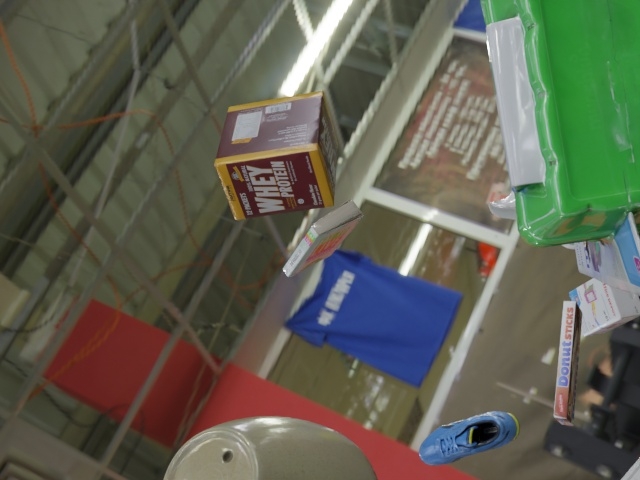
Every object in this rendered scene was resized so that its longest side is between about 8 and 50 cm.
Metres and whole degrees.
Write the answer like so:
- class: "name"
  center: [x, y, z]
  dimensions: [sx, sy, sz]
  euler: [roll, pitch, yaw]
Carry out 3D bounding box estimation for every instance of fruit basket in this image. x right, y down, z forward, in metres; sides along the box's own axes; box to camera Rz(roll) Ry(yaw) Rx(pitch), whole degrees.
- class: "fruit basket"
  center: [0.225, -0.116, 0.789]
  dimensions: [0.353, 0.165, 0.327]
  euler: [-31, -68, -87]

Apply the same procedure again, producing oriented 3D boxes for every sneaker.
- class: "sneaker"
  center: [0.253, 0.357, 1.561]
  dimensions: [0.082, 0.209, 0.069]
  euler: [9, -120, -52]

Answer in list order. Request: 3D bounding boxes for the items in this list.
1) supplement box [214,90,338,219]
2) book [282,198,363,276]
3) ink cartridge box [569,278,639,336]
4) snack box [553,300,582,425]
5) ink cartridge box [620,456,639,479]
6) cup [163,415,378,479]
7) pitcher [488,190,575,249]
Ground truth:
- class: "supplement box"
  center: [-0.075, -0.158, 1.602]
  dimensions: [0.194, 0.191, 0.129]
  euler: [-85, -17, -49]
- class: "book"
  center: [0.000, 0.000, 1.409]
  dimensions: [0.096, 0.035, 0.144]
  euler: [-29, -15, -33]
- class: "ink cartridge box"
  center: [0.502, 0.109, 1.527]
  dimensions: [0.122, 0.052, 0.089]
  euler: [127, 132, -63]
- class: "snack box"
  center: [0.375, 0.186, 1.311]
  dimensions: [0.064, 0.022, 0.178]
  euler: [41, -125, -58]
- class: "ink cartridge box"
  center: [0.600, 0.429, 1.426]
  dimensions: [0.283, 0.117, 0.207]
  euler: [-48, 5, -7]
- class: "cup"
  center: [-0.102, 0.399, 1.301]
  dimensions: [0.237, 0.331, 0.331]
  euler: [47, -116, -48]
- class: "pitcher"
  center: [0.408, -0.104, 1.455]
  dimensions: [0.207, 0.177, 0.125]
  euler: [-59, -7, -5]
